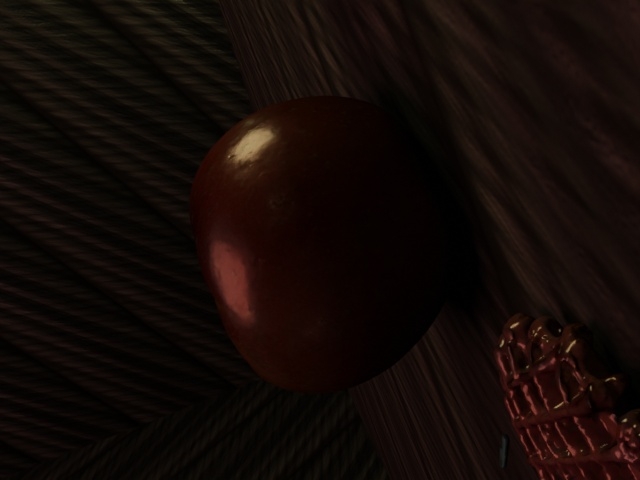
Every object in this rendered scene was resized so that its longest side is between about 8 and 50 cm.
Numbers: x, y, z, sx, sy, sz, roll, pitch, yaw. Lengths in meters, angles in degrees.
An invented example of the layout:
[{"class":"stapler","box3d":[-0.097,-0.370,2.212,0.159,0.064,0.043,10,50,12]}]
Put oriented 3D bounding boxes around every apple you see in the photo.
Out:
[{"class":"apple","box3d":[0.000,0.000,0.778,0.348,0.277,0.348,158,90,-86]}]

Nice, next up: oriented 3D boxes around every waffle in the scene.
[{"class":"waffle","box3d":[0.210,0.168,0.515,0.234,0.055,0.221,-121,13,-62]}]

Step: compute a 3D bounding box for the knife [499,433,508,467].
[{"class":"knife","box3d":[0.236,0.272,0.829,0.091,0.005,0.014,76,170,-45]}]
